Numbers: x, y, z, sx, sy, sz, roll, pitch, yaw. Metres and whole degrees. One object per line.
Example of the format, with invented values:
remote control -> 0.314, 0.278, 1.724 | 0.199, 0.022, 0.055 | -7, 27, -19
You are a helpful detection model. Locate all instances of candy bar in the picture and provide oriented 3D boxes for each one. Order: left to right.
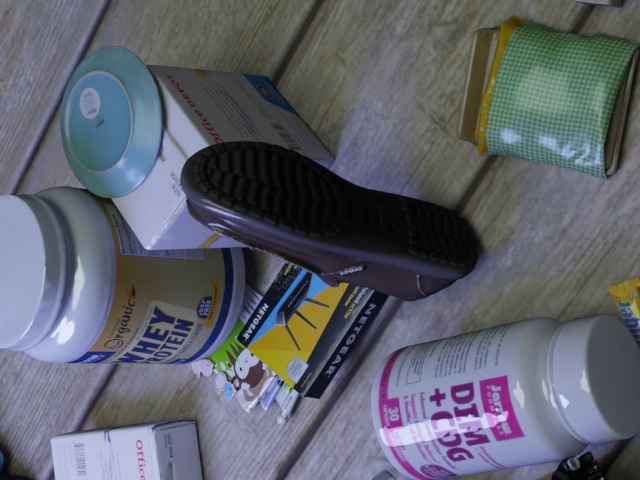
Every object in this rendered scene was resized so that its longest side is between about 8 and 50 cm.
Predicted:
candy bar -> 0.360, 0.121, 1.549 | 0.040, 0.018, 0.161 | -25, 76, 36

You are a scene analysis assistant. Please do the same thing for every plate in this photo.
plate -> -0.267, -0.146, 1.730 | 0.188, 0.024, 0.188 | 3, 95, 40

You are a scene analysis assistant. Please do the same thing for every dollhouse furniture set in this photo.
dollhouse furniture set -> 0.234, -0.230, 1.550 | 0.197, 0.151, 0.302 | 15, 101, 37

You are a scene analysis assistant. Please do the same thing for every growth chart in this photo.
growth chart -> -0.099, 0.146, 1.905 | 0.237, 0.021, 0.172 | 31, 109, 35

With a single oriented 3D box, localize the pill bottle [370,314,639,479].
pill bottle -> 0.210, 0.174, 1.572 | 0.283, 0.160, 0.160 | -18, 81, 38

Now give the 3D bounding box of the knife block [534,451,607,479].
knife block -> 0.217, 0.323, 1.525 | 0.275, 0.242, 0.088 | -40, 67, 32

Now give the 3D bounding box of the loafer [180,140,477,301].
loafer -> 0.000, 0.000, 1.647 | 0.134, 0.366, 0.130 | -85, 20, -44

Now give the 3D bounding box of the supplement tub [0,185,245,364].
supplement tub -> -0.282, 0.049, 1.840 | 0.228, 0.316, 0.228 | -5, 82, 46

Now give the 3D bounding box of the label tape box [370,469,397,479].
label tape box -> 0.089, 0.464, 1.611 | 0.240, 0.106, 0.334 | -36, 53, -9

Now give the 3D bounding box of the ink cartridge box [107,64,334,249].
ink cartridge box -> -0.142, -0.103, 1.796 | 0.171, 0.232, 0.168 | 52, 120, 25

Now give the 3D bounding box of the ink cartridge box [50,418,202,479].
ink cartridge box -> -0.273, 0.343, 2.002 | 0.218, 0.092, 0.159 | -11, 84, 39

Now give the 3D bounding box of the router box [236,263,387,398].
router box -> -0.008, 0.092, 1.793 | 0.133, 0.046, 0.179 | 37, 99, 31

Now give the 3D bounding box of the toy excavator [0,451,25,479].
toy excavator -> -0.651, 0.351, 2.241 | 0.445, 0.222, 0.433 | 28, 107, 43
